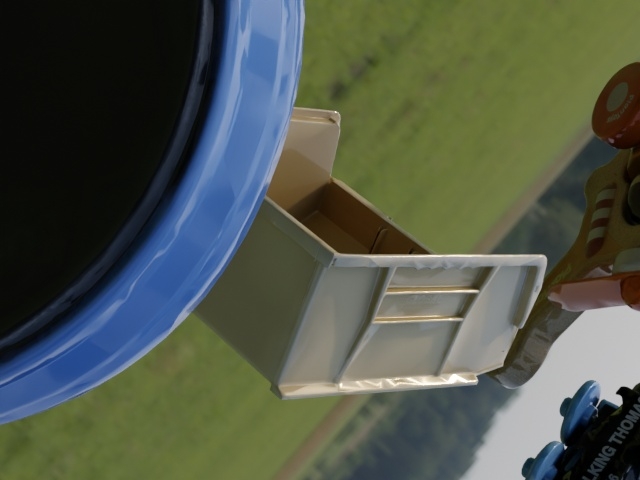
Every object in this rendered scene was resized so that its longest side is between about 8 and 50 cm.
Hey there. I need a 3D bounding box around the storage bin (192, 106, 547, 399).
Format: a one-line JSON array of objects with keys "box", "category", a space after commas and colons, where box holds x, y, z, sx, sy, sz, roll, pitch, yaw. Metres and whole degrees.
[{"box": [0.000, 0.000, 1.357, 0.260, 0.262, 0.123, 0, 118, -45], "category": "storage bin"}]

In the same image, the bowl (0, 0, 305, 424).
[{"box": [-0.204, -0.101, 0.819, 0.391, 0.391, 0.077, -49, 167, 6], "category": "bowl"}]

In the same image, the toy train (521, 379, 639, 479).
[{"box": [0.149, 0.163, 0.990, 0.184, 0.080, 0.105, -49, 150, -30], "category": "toy train"}]

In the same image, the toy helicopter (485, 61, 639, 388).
[{"box": [0.273, 0.022, 1.632, 0.355, 0.140, 0.235, -51, -156, 27], "category": "toy helicopter"}]
